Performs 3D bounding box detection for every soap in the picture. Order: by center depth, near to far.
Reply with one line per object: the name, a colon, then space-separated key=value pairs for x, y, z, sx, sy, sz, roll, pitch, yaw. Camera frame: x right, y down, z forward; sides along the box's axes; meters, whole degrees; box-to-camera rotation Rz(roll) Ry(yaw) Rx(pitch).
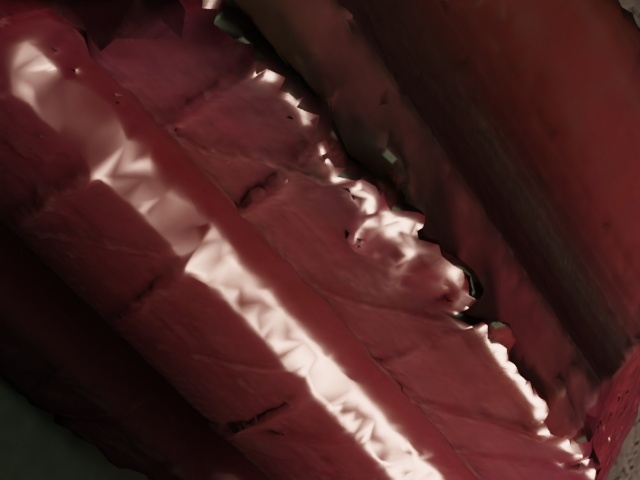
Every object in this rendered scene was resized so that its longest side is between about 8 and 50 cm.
soap: x=0.000 y=0.000 z=0.477 sx=0.289 sy=0.182 sz=0.112 roll=50 pitch=57 yaw=-39
